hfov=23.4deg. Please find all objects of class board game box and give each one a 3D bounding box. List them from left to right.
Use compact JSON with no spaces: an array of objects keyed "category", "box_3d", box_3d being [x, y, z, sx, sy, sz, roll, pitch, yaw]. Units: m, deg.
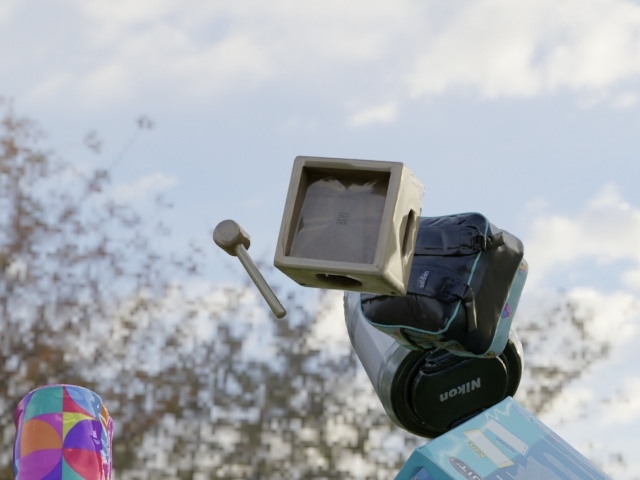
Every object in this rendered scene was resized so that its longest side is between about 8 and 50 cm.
[{"category":"board game box","box_3d":[0.247,0.317,1.810,0.253,0.079,0.336,39,19,17]}]

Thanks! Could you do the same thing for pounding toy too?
[{"category":"pounding toy","box_3d":[-0.007,0.008,1.681,0.206,0.181,0.094,5,-16,23]}]

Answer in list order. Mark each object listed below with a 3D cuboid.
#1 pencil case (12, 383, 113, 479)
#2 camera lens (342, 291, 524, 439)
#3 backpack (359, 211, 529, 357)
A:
[{"category":"pencil case","box_3d":[-0.238,0.247,1.442,0.104,0.236,0.104,-5,-43,-5]},{"category":"camera lens","box_3d":[0.164,0.146,2.311,0.219,0.274,0.219,-8,-59,-13]},{"category":"backpack","box_3d":[0.144,0.056,1.845,0.188,0.166,0.144,3,-21,44]}]
